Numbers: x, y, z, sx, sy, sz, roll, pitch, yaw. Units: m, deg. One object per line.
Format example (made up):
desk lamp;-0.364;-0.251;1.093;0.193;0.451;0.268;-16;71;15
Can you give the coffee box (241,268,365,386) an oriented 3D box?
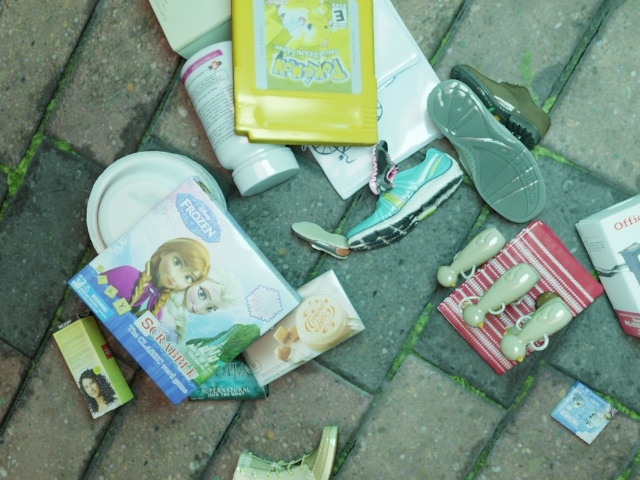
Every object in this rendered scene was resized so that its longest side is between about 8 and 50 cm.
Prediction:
coffee box;-0.046;0.179;1.089;0.246;0.098;0.141;-29;86;2

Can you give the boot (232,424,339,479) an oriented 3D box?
boot;-0.080;0.494;1.124;0.203;0.095;0.262;20;99;10

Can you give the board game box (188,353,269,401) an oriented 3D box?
board game box;-0.213;0.295;1.172;0.186;0.026;0.126;-6;91;10

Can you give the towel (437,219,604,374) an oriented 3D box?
towel;0.404;0.116;1.056;0.275;0.031;0.199;-43;87;10

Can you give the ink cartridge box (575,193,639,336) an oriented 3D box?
ink cartridge box;0.621;0.038;0.969;0.171;0.100;0.238;-23;88;1

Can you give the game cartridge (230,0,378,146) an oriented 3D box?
game cartridge;-0.028;-0.348;1.006;0.285;0.052;0.324;-2;86;-15

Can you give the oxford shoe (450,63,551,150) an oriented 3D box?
oxford shoe;0.357;-0.280;1.037;0.227;0.083;0.096;44;74;9

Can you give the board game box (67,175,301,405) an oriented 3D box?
board game box;-0.258;0.097;1.005;0.318;0.066;0.319;-40;94;4

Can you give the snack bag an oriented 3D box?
snack bag;0.082;-0.299;1.096;0.322;0.037;0.343;-32;87;9

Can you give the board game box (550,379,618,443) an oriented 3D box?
board game box;0.529;0.345;1.046;0.090;0.020;0.090;36;99;7

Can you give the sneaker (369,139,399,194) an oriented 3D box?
sneaker;0.133;-0.150;1.043;0.057;0.047;0.120;-7;67;32

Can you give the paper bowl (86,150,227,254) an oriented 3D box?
paper bowl;-0.348;-0.045;1.100;0.283;0.148;0.285;0;97;-2

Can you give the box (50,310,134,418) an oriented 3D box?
box;-0.532;0.287;1.213;0.087;0.058;0.232;-29;86;10

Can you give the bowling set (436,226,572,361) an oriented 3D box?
bowling set;0.363;0.133;0.965;0.154;0.287;0.199;-43;121;17

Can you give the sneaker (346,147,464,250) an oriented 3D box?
sneaker;0.163;-0.079;1.072;0.275;0.107;0.110;-38;65;5

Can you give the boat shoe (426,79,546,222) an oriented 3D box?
boat shoe;0.325;-0.178;1.016;0.118;0.103;0.320;-39;96;25

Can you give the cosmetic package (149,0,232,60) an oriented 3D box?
cosmetic package;-0.193;-0.528;1.099;0.309;0.113;0.160;-28;87;11

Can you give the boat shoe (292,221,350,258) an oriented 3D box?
boat shoe;0.000;0.000;1.117;0.136;0.049;0.043;20;135;8

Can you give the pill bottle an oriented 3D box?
pill bottle;-0.162;-0.247;1.077;0.160;0.160;0.283;-25;87;10
